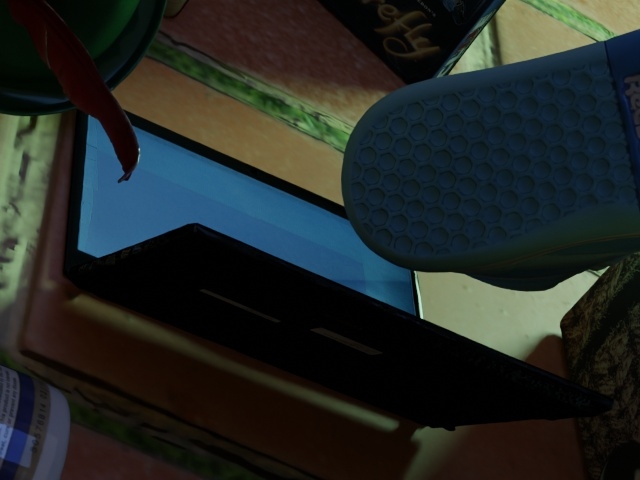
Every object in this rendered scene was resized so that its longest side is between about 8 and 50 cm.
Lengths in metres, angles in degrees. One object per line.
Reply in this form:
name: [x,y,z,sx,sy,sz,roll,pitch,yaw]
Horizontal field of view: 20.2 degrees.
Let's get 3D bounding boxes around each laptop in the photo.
laptop: [0.000,0.000,0.943,0.234,0.264,0.136,23,73,-22]

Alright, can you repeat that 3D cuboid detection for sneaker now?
sneaker: [0.187,-0.045,0.972,0.208,0.319,0.127,18,68,-73]

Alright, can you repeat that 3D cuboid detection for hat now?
hat: [-0.124,-0.153,0.908,0.173,0.183,0.208,-39,102,-22]

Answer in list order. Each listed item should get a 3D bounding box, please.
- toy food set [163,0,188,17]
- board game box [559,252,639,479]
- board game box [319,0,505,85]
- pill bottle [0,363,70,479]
toy food set: [-0.101,-0.221,1.138,0.104,0.111,0.232,35,35,-7]
board game box: [0.273,0.098,1.004,0.141,0.232,0.291,23,35,-21]
board game box: [0.035,-0.244,1.252,0.243,0.165,0.042,43,33,8]
pill bottle: [-0.193,0.072,0.708,0.169,0.094,0.094,25,35,-20]
